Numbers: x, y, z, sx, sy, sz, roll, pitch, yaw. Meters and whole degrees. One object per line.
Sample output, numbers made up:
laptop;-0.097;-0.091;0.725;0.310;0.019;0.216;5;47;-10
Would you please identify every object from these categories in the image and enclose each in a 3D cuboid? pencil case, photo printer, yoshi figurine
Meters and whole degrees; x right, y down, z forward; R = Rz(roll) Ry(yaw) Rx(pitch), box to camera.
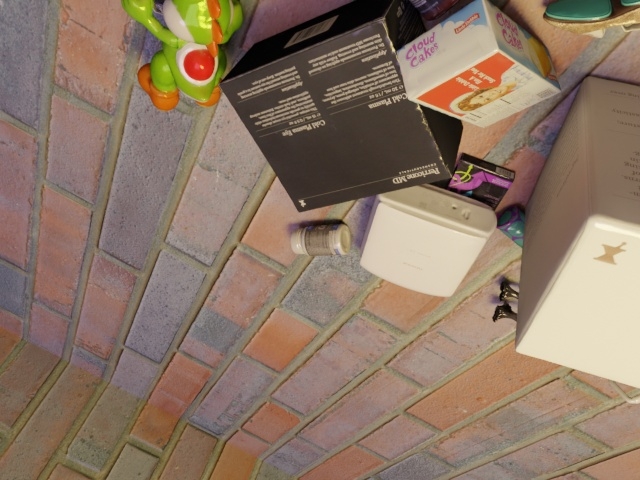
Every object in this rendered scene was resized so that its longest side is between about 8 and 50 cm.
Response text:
pencil case;0.449;-0.008;1.235;0.151;0.064;0.070;38;178;-15
photo printer;0.223;0.008;1.291;0.255;0.107;0.308;20;147;5
yoshi figurine;-0.244;-0.400;1.028;0.203;0.204;0.362;28;153;-8

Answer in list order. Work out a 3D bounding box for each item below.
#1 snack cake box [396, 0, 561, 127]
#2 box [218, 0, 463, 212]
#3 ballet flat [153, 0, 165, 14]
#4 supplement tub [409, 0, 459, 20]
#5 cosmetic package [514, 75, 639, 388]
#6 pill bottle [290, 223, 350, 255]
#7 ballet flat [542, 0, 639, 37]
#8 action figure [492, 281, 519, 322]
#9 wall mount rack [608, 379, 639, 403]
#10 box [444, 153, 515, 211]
snack cake box;0.262;-0.272;0.923;0.152;0.089;0.264;-21;165;38
box;0.049;-0.252;1.079;0.343;0.179;0.313;-10;126;31
ballet flat;-0.333;-0.477;1.101;0.203;0.074;0.074;19;137;2
supplement tub;0.146;-0.452;0.892;0.198;0.106;0.106;43;134;-19
cosmetic package;0.543;-0.010;0.952;0.329;0.394;0.328;16;137;9
pill bottle;0.000;0.000;1.424;0.137;0.078;0.078;-3;131;25
ballet flat;0.458;-0.350;0.891;0.206;0.073;0.067;0;147;28
action figure;0.551;0.190;1.337;0.275;0.141;0.164;14;125;12
wall mount rack;0.777;0.207;1.274;0.304;0.130;0.350;-32;122;3
box;0.326;-0.100;1.222;0.116;0.029;0.162;21;139;4
